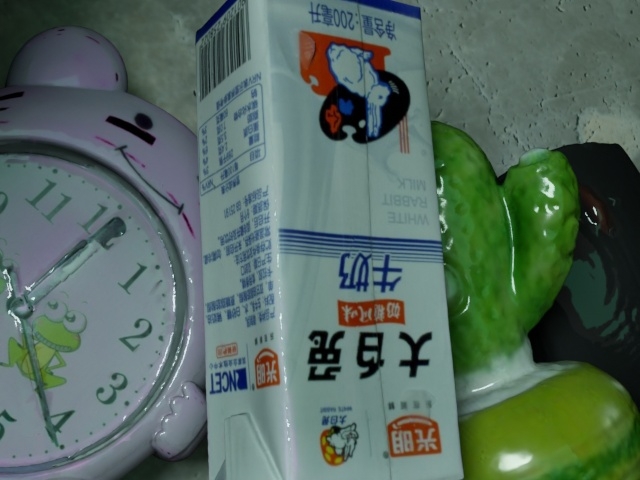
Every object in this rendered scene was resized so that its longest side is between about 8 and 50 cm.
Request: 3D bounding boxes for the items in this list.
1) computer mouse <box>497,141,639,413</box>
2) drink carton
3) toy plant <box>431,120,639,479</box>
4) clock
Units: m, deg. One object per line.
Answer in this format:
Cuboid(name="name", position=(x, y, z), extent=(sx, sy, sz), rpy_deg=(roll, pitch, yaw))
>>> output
Cuboid(name="computer mouse", position=(0.243, 0.047, 0.752), extent=(0.170, 0.100, 0.269), rpy_deg=(-22, 90, -26))
Cuboid(name="drink carton", position=(0.000, 0.000, 0.552), extent=(0.131, 0.107, 0.314), rpy_deg=(5, 75, -30))
Cuboid(name="toy plant", position=(0.110, 0.061, 0.648), extent=(0.224, 0.184, 0.315), rpy_deg=(-24, 86, 16))
Cuboid(name="clock", position=(-0.189, 0.038, 0.568), extent=(0.295, 0.113, 0.322), rpy_deg=(45, 67, -9))
